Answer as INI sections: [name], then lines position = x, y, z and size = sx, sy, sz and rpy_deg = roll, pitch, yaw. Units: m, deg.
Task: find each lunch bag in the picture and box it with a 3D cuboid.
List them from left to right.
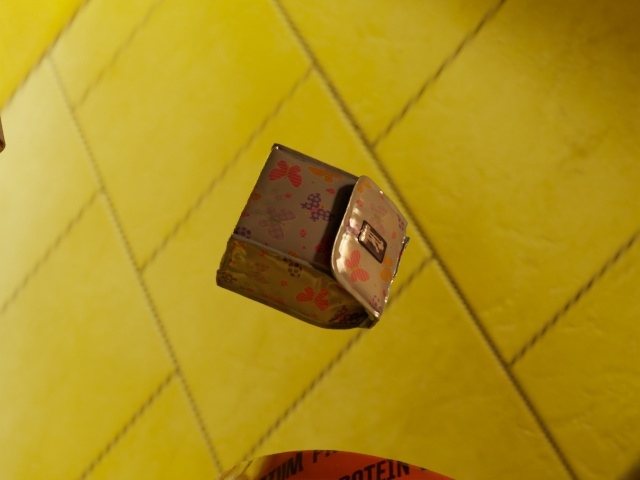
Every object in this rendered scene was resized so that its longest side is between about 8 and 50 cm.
[lunch bag]
position = 0.000, 0.000, 0.786
size = 0.053, 0.083, 0.071
rpy_deg = 116, 178, -51

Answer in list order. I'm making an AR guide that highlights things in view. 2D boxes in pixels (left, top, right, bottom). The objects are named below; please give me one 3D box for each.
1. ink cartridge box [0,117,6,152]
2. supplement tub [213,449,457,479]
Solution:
[ink cartridge box]
position = -0.242, -0.085, 0.739
size = 0.128, 0.127, 0.176
rpy_deg = -40, 40, 17
[supplement tub]
position = -0.023, 0.245, 0.488
size = 0.207, 0.207, 0.338
rpy_deg = -21, 32, 40
